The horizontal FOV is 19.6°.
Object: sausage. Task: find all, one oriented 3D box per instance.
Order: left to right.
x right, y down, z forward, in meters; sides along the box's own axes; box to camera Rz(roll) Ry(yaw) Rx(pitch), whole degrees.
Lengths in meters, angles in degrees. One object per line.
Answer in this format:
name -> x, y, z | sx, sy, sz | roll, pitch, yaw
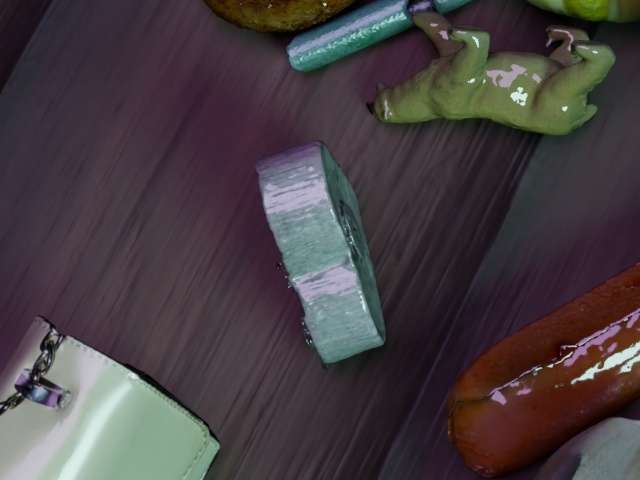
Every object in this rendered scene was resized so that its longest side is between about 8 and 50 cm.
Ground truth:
sausage -> 0.247, 0.079, 1.504 | 0.330, 0.102, 0.102 | -30, 67, 0

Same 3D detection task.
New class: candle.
candle -> 0.000, 0.000, 1.570 | 0.068, 0.192, 0.168 | -16, 24, 6

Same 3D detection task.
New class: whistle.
whistle -> 0.057, -0.202, 1.681 | 0.186, 0.039, 0.039 | -22, 67, 4

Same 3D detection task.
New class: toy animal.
toy animal -> 0.146, -0.139, 1.617 | 0.218, 0.103, 0.101 | 7, 106, 10

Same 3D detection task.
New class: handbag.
handbag -> -0.246, 0.258, 1.477 | 0.160, 0.237, 0.358 | 28, 79, 23

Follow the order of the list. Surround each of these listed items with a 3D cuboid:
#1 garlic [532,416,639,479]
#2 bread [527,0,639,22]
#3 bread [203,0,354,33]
garlic -> 0.263, 0.241, 1.384 | 0.237, 0.210, 0.292 | -11, 77, 16
bread -> 0.270, -0.353, 1.621 | 0.333, 0.160, 0.333 | -4, 71, 11
bread -> -0.025, -0.267, 1.706 | 0.193, 0.064, 0.193 | -12, 54, 17
